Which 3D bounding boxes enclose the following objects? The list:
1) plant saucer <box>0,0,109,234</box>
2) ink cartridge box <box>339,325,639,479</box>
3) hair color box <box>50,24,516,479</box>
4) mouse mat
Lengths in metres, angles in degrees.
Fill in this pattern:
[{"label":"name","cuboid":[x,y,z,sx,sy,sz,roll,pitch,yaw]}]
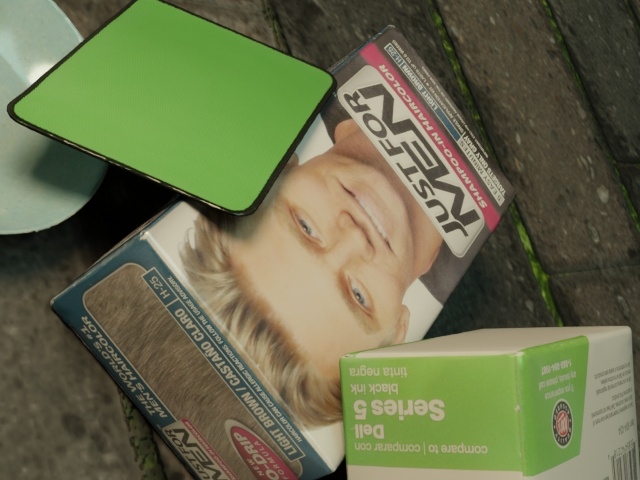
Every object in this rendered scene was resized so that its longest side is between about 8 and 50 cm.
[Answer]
[{"label":"plant saucer","cuboid":[-0.210,-0.085,0.619,0.195,0.037,0.195,27,48,-35]},{"label":"ink cartridge box","cuboid":[0.113,0.193,0.643,0.198,0.115,0.273,1,86,-58]},{"label":"hair color box","cuboid":[0.000,0.000,0.739,0.174,0.105,0.347,52,40,-9]},{"label":"mouse mat","cuboid":[-0.082,-0.090,0.666,0.153,0.007,0.189,24,38,4]}]
